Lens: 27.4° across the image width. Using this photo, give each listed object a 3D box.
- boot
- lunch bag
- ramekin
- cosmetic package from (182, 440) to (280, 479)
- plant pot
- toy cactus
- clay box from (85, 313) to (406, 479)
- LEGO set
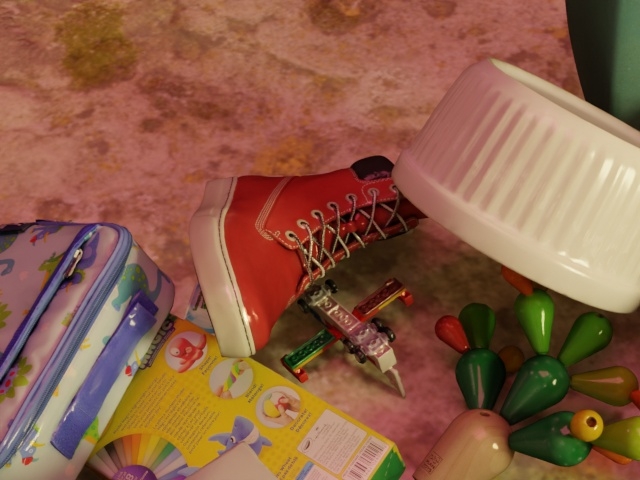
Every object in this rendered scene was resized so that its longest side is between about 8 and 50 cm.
[{"bbox_3d":[0.000,0.000,0.964,0.176,0.088,0.244,-9,23,4],"label":"boot"},{"bbox_3d":[-0.212,0.086,0.940,0.176,0.090,0.219,2,53,39],"label":"lunch bag"},{"bbox_3d":[0.166,-0.046,0.949,0.207,0.109,0.207,26,16,-8],"label":"ramekin"},{"bbox_3d":[-0.099,0.309,0.675,0.377,0.097,0.284,-31,52,-26],"label":"cosmetic package"},{"bbox_3d":[0.292,-0.177,1.092,0.165,0.234,0.166,-7,47,-2],"label":"plant pot"},{"bbox_3d":[0.139,0.112,0.921,0.180,0.112,0.219,-43,46,-8],"label":"toy cactus"},{"bbox_3d":[-0.067,0.149,0.925,0.222,0.053,0.127,28,70,28],"label":"clay box"},{"bbox_3d":[-0.012,0.042,1.060,0.182,0.060,0.244,-3,44,19],"label":"LEGO set"}]
